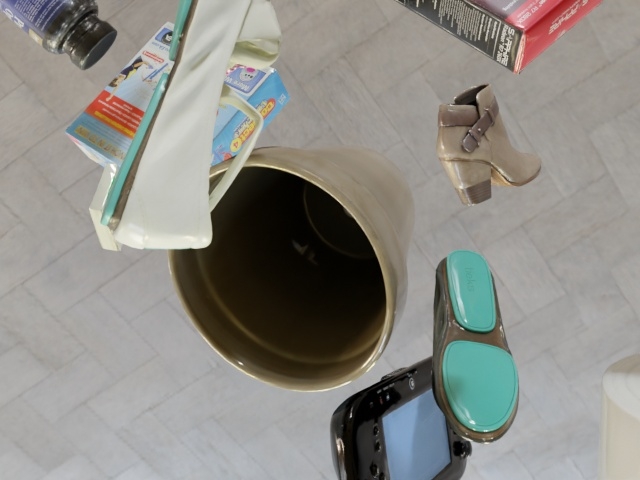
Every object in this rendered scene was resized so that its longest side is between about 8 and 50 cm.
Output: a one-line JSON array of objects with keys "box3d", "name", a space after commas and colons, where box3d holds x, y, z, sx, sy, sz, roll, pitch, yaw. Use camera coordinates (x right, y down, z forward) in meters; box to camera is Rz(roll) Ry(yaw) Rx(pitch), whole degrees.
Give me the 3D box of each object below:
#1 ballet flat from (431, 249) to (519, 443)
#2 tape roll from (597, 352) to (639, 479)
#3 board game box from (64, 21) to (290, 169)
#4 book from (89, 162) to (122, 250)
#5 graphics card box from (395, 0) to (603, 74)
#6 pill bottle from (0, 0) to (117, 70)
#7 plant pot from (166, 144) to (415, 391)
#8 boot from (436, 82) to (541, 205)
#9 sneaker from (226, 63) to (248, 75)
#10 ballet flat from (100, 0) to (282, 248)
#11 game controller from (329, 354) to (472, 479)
[{"box3d": [0.169, 0.132, 0.903, 0.095, 0.280, 0.096, 12, 131, -1], "name": "ballet flat"}, {"box3d": [0.396, 0.223, 0.769, 0.246, 0.246, 0.169, -2, 103, -2], "name": "tape roll"}, {"box3d": [-0.268, -0.234, 1.480, 0.302, 0.308, 0.086, -51, 148, -13], "name": "board game box"}, {"box3d": [-0.369, -0.058, 1.402, 0.035, 0.096, 0.144, 10, 152, 3], "name": "book"}, {"box3d": [0.243, -0.443, 1.274, 0.233, 0.371, 0.094, -40, 153, -21], "name": "graphics card box"}, {"box3d": [-0.463, -0.400, 1.364, 0.219, 0.123, 0.123, 42, 107, -6], "name": "pill bottle"}, {"box3d": [0.000, 0.000, 1.099, 0.323, 0.280, 0.323, 11, 117, 23], "name": "plant pot"}, {"box3d": [0.137, -0.083, 0.639, 0.042, 0.118, 0.087, 3, 113, 44], "name": "boot"}, {"box3d": [-0.123, -0.266, 1.117, 0.119, 0.057, 0.047, -19, 75, 29], "name": "sneaker"}, {"box3d": [-0.114, -0.175, 0.846, 0.139, 0.139, 0.400, 17, 82, -11], "name": "ballet flat"}, {"box3d": [0.102, 0.232, 0.915, 0.067, 0.319, 0.166, 2, 94, 28], "name": "game controller"}]
